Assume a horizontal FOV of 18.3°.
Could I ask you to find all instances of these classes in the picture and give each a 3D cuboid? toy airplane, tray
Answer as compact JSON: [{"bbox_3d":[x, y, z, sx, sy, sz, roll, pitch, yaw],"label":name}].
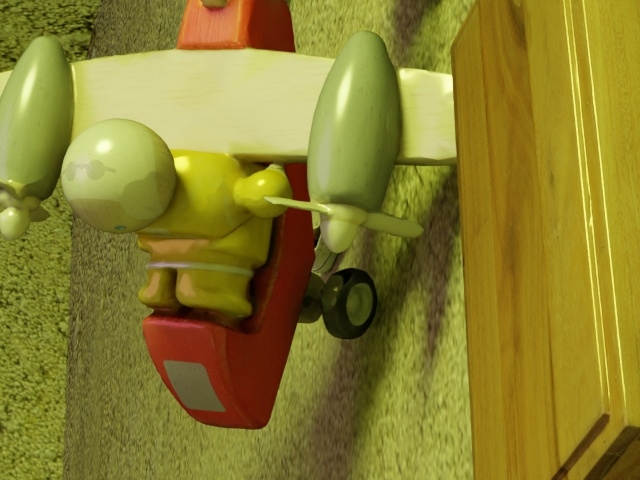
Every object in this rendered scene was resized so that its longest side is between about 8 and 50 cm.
[{"bbox_3d":[-0.093,-0.086,1.546,0.384,0.272,0.386,51,123,17],"label":"toy airplane"},{"bbox_3d":[0.144,-0.017,1.135,0.203,0.076,0.411,117,159,-50],"label":"tray"}]

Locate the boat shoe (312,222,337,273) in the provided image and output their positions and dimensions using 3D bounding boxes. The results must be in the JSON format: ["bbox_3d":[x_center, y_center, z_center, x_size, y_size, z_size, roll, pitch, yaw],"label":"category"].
[{"bbox_3d":[0.000,0.000,1.795,0.100,0.035,0.035,128,149,-62],"label":"boat shoe"}]
